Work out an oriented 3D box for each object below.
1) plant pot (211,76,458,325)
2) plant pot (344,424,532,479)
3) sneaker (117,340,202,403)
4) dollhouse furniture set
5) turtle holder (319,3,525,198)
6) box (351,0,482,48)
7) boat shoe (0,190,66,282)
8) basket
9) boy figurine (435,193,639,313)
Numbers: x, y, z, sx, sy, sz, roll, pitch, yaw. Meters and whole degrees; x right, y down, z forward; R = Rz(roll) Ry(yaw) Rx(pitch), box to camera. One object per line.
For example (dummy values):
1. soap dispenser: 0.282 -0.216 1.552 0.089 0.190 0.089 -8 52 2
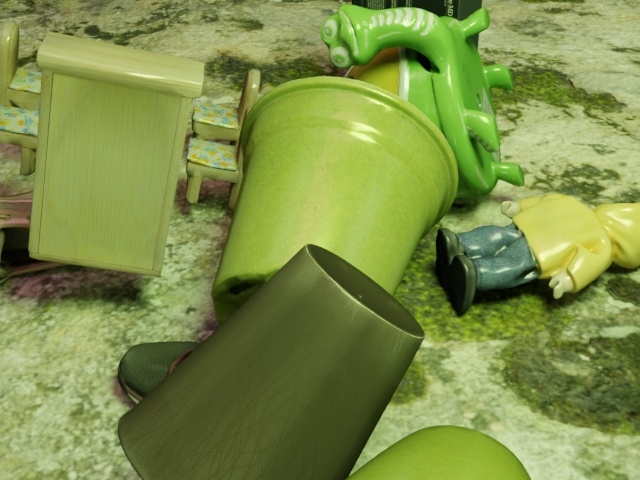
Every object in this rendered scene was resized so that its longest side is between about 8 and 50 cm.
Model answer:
1. plant pot: 0.000 0.000 0.979 0.275 0.276 0.254 9 52 14
2. plant pot: 0.076 0.275 0.632 0.274 0.275 0.293 10 23 15
3. sneaker: -0.089 0.114 0.886 0.281 0.163 0.106 10 40 14
4. dollhouse furniture set: -0.254 -0.179 1.097 0.361 0.257 0.394 10 32 -12
5. turtle holder: 0.128 -0.170 1.139 0.227 0.244 0.320 -10 -4 23
6. box: 0.151 -0.326 1.347 0.184 0.261 0.103 21 44 26
7. boat shoe: -0.431 0.004 1.094 0.302 0.109 0.098 -8 37 -16
8. basket: -0.030 0.128 0.731 0.204 0.227 0.154 37 9 5
9. boy figurine: 0.288 0.003 1.066 0.285 0.092 0.177 -12 39 -13
